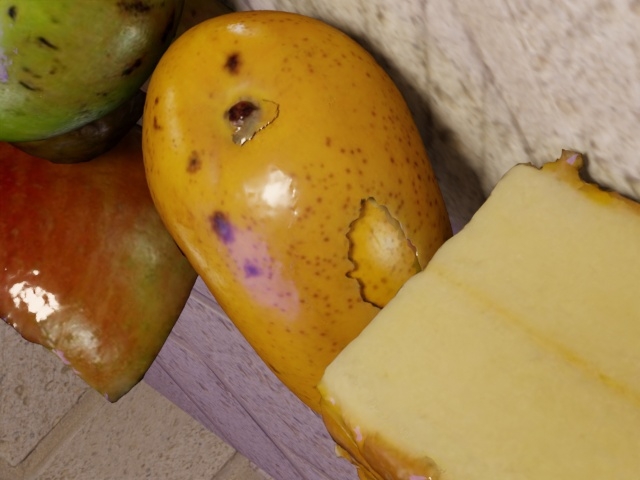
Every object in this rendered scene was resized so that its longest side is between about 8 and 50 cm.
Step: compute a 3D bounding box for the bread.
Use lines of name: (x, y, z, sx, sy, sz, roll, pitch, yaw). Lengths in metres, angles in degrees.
bread: (0.175, 0.142, 0.750, 0.279, 0.207, 0.279, 32, 163, 31)

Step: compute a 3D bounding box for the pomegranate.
pomegranate: (-0.146, -0.145, 0.833, 0.159, 0.190, 0.241, -10, 130, 41)

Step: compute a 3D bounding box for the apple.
apple: (-0.224, -0.016, 1.232, 0.346, 0.254, 0.179, -116, 19, -57)

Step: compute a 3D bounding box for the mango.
mango: (0.000, 0.000, 0.824, 0.191, 0.160, 0.290, 45, 162, 56)

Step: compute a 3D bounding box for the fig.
fig: (-0.203, -0.128, 1.058, 0.170, 0.145, 0.274, 47, 179, -22)
